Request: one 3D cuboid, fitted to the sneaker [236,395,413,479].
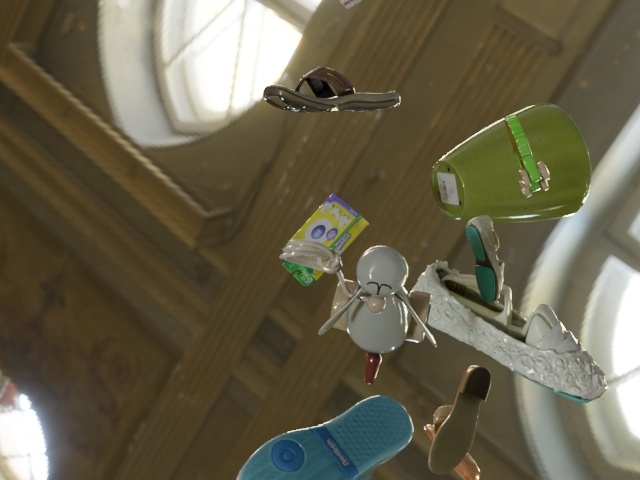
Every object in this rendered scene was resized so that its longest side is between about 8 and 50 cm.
[{"bbox_3d":[-0.013,0.375,1.702,0.319,0.208,0.127,-16,-116,-33],"label":"sneaker"}]

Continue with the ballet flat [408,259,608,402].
[{"bbox_3d":[0.347,0.158,1.991,0.409,0.147,0.147,25,-161,20],"label":"ballet flat"}]

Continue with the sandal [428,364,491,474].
[{"bbox_3d":[0.276,0.369,2.245,0.088,0.240,0.079,29,171,-25],"label":"sandal"}]

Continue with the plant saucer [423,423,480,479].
[{"bbox_3d":[0.339,0.539,2.722,0.200,0.037,0.200,49,172,9],"label":"plant saucer"}]

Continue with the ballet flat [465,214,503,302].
[{"bbox_3d":[0.303,0.033,1.921,0.052,0.168,0.057,-28,-153,-26],"label":"ballet flat"}]

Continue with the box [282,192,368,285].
[{"bbox_3d":[0.000,0.000,2.155,0.043,0.179,0.105,41,179,-43],"label":"box"}]

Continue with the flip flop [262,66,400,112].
[{"bbox_3d":[0.021,-0.267,1.907,0.277,0.080,0.112,-5,-172,-30],"label":"flip flop"}]

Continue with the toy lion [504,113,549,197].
[{"bbox_3d":[0.255,-0.110,1.354,0.100,0.034,0.096,42,-153,-75],"label":"toy lion"}]

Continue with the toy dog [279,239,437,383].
[{"bbox_3d":[0.078,0.121,1.620,0.220,0.160,0.334,2,164,26],"label":"toy dog"}]

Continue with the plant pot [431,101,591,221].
[{"bbox_3d":[0.410,-0.148,2.446,0.294,0.274,0.275,-17,-136,-23],"label":"plant pot"}]

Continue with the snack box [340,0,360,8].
[{"bbox_3d":[0.050,-0.436,1.645,0.022,0.064,0.178,35,-143,-45],"label":"snack box"}]
